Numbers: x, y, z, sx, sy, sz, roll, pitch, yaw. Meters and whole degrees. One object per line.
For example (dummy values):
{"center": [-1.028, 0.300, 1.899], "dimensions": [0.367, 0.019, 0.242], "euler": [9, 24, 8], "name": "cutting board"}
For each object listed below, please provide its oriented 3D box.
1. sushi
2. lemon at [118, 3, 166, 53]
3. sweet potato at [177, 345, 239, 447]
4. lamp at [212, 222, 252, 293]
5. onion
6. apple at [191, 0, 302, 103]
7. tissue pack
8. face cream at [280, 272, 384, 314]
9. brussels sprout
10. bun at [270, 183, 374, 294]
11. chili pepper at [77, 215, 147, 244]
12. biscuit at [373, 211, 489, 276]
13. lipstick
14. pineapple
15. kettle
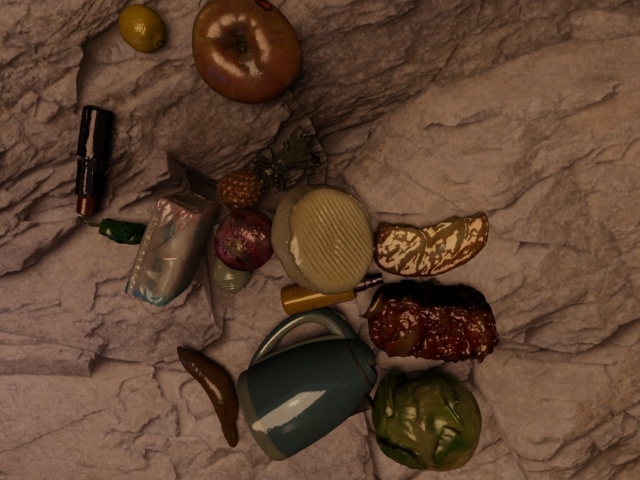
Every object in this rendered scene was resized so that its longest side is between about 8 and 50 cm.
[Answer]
{"center": [0.266, 0.197, 1.184], "dimensions": [0.343, 0.182, 0.196], "euler": [2, 93, 4], "name": "sushi"}
{"center": [-0.445, -0.530, 1.181], "dimensions": [0.133, 0.109, 0.109], "euler": [36, 102, 9], "name": "lemon"}
{"center": [-0.294, 0.442, 1.353], "dimensions": [0.108, 0.079, 0.346], "euler": [-19, 99, 39], "name": "sweet potato"}
{"center": [-0.244, 0.047, 1.267], "dimensions": [0.106, 0.106, 0.193], "euler": [-8, 89, 9], "name": "lamp"}
{"center": [-0.179, -0.008, 1.194], "dimensions": [0.159, 0.195, 0.159], "euler": [3, 105, 12], "name": "onion"}
{"center": [-0.174, -0.449, 1.118], "dimensions": [0.261, 0.194, 0.261], "euler": [1, 102, 6], "name": "apple"}
{"center": [-0.379, 0.016, 1.224], "dimensions": [0.124, 0.201, 0.271], "euler": [23, 103, -2], "name": "tissue pack"}
{"center": [0.033, 0.131, 1.252], "dimensions": [0.273, 0.078, 0.078], "euler": [-15, 98, 9], "name": "face cream"}
{"center": [0.273, 0.462, 1.209], "dimensions": [0.259, 0.227, 0.294], "euler": [-25, 104, 25], "name": "brussels sprout"}
{"center": [0.000, 0.000, 1.167], "dimensions": [0.287, 0.146, 0.287], "euler": [5, 81, -33], "name": "bun"}
{"center": [-0.534, -0.022, 1.270], "dimensions": [0.279, 0.122, 0.065], "euler": [8, 86, 37], "name": "chili pepper"}
{"center": [0.284, 0.016, 1.216], "dimensions": [0.299, 0.045, 0.154], "euler": [-5, 98, 7], "name": "biscuit"}
{"center": [-0.620, -0.212, 1.273], "dimensions": [0.081, 0.081, 0.299], "euler": [14, 100, 5], "name": "lipstick"}
{"center": [-0.132, -0.179, 1.206], "dimensions": [0.277, 0.119, 0.130], "euler": [-28, 51, 10], "name": "pineapple"}
{"center": [-0.027, 0.345, 1.237], "dimensions": [0.342, 0.247, 0.319], "euler": [-31, 69, 4], "name": "kettle"}
